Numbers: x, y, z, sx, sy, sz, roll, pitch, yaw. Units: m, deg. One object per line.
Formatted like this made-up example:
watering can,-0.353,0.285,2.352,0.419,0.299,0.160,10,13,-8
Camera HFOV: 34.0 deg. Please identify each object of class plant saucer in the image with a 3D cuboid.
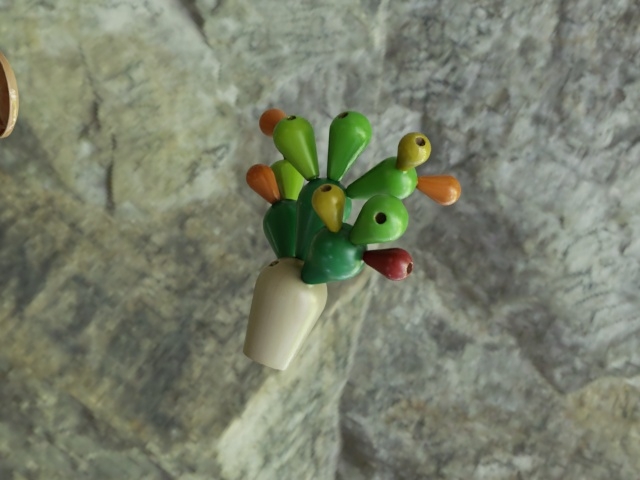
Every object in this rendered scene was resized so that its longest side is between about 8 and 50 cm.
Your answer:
plant saucer,-0.300,-0.137,0.971,0.083,0.013,0.083,16,-70,48

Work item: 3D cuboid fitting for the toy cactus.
toy cactus,0.000,0.000,0.717,0.112,0.180,0.219,18,5,-33
